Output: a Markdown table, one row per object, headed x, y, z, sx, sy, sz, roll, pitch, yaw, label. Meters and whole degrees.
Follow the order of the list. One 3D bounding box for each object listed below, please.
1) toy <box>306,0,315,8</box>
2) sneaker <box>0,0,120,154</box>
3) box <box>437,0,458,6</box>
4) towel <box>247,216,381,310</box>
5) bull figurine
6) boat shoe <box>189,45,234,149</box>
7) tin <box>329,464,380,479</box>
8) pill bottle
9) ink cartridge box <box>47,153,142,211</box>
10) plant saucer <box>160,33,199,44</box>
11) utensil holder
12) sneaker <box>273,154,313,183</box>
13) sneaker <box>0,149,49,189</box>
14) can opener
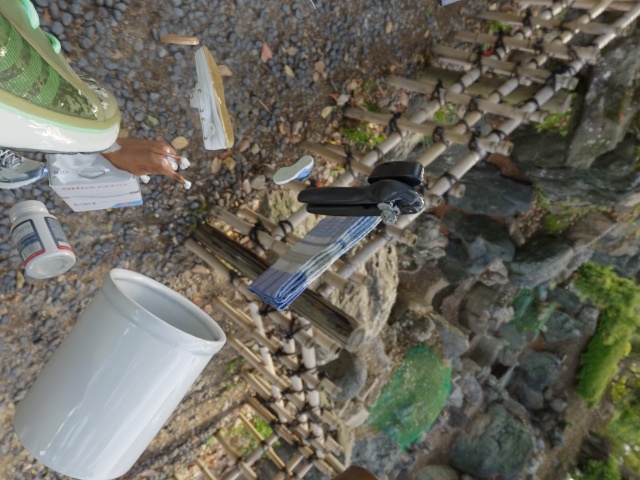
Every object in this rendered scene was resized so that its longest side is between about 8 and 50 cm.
| x | y | z | sx | sy | sz | roll | pitch | yaw | label |
| --- | --- | --- | --- | --- | --- | --- | --- | --- | --- |
| -0.107 | -0.500 | 0.777 | 0.056 | 0.237 | 0.137 | -42 | 144 | 7 | toy |
| -0.256 | -0.164 | 0.307 | 0.410 | 0.158 | 0.181 | -100 | -156 | -78 | sneaker |
| 0.227 | -0.378 | 0.421 | 0.262 | 0.103 | 0.184 | -16 | 138 | 8 | box |
| 0.000 | 0.000 | 0.744 | 0.285 | 0.209 | 0.034 | -42 | 105 | -15 | towel |
| -0.498 | -0.228 | 1.198 | 0.188 | 0.311 | 0.101 | 35 | 73 | -59 | bull figurine |
| -0.318 | -0.388 | 1.195 | 0.098 | 0.096 | 0.276 | -48 | 128 | -78 | boat shoe |
| 0.065 | 0.299 | 0.388 | 0.040 | 0.190 | 0.106 | -9 | 128 | -36 | tin |
| -0.695 | -0.006 | 1.071 | 0.108 | 0.180 | 0.108 | -30 | 162 | -11 | pill bottle |
| -0.701 | -0.196 | 1.374 | 0.224 | 0.307 | 0.128 | -8 | 83 | -20 | ink cartridge box |
| -0.317 | -0.455 | 0.975 | 0.084 | 0.084 | 0.013 | -19 | 127 | -41 | plant saucer |
| -0.477 | 0.316 | 1.056 | 0.385 | 0.328 | 0.328 | -56 | 143 | -5 | utensil holder |
| -0.089 | -0.220 | 1.463 | 0.152 | 0.058 | 0.084 | -37 | 159 | -15 | sneaker |
| -0.450 | -0.108 | 0.598 | 0.052 | 0.136 | 0.057 | -85 | 177 | -52 | sneaker |
| 0.049 | -0.053 | 0.566 | 0.059 | 0.186 | 0.073 | 52 | 49 | -33 | can opener |
